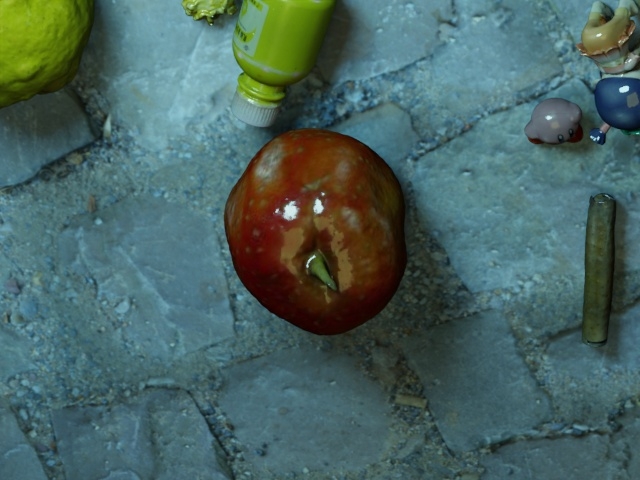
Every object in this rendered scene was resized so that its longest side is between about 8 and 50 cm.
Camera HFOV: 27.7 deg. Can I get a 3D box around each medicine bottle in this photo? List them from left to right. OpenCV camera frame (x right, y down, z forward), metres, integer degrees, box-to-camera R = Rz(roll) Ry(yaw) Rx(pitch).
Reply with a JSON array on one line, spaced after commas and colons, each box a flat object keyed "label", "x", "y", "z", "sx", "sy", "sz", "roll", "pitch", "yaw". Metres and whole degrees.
[{"label": "medicine bottle", "x": -0.064, "y": -0.262, "z": 1.788, "sx": 0.122, "sy": 0.122, "sz": 0.212, "roll": 19, "pitch": 121, "yaw": -4}]

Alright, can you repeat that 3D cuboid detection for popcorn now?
[{"label": "popcorn", "x": -0.152, "y": -0.338, "z": 1.793, "sx": 0.083, "sy": 0.057, "sz": 0.082, "roll": 29, "pitch": 113, "yaw": -7}]

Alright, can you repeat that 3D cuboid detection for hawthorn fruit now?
[{"label": "hawthorn fruit", "x": 0.000, "y": 0.000, "z": 1.820, "sx": 0.287, "sy": 0.330, "sz": 0.287, "roll": -2, "pitch": 113, "yaw": -4}]

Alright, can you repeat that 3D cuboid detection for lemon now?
[{"label": "lemon", "x": -0.448, "y": -0.332, "z": 1.711, "sx": 0.285, "sy": 0.285, "sz": 0.316, "roll": -15, "pitch": 98, "yaw": 15}]

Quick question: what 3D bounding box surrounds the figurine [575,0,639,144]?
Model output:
[{"label": "figurine", "x": 0.406, "y": -0.223, "z": 1.773, "sx": 0.111, "sy": 0.102, "sz": 0.195, "roll": -1, "pitch": 131, "yaw": 46}]

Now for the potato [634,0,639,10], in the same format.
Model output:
[{"label": "potato", "x": 0.474, "y": -0.345, "z": 1.715, "sx": 0.120, "sy": 0.100, "sz": 0.261, "roll": -42, "pitch": 95, "yaw": -14}]

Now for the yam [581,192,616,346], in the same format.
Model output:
[{"label": "yam", "x": 0.420, "y": 0.044, "z": 1.957, "sx": 0.046, "sy": 0.046, "sz": 0.264, "roll": 0, "pitch": 120, "yaw": 6}]

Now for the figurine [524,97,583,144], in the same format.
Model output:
[{"label": "figurine", "x": 0.328, "y": -0.167, "z": 1.831, "sx": 0.083, "sy": 0.071, "sz": 0.067, "roll": -18, "pitch": 75, "yaw": 8}]
